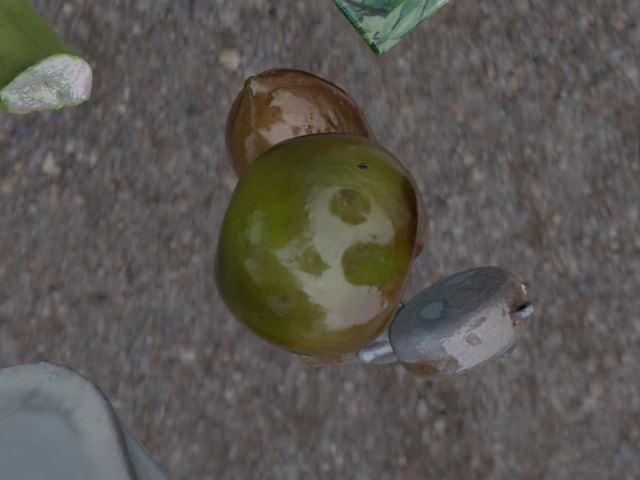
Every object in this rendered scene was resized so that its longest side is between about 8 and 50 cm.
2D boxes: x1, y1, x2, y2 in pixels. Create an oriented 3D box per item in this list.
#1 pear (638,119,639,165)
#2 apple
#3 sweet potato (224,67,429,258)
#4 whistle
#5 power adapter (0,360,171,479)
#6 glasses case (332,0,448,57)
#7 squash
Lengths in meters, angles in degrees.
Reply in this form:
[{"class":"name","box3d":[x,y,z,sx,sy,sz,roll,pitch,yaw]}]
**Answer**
[{"class":"pear","box3d":[0.262,-0.053,1.017,0.208,0.209,0.209,-1,117,-1]},{"class":"apple","box3d":[0.000,0.000,0.769,0.074,0.089,0.090,18,115,2]},{"class":"sweet potato","box3d":[0.018,-0.025,1.326,0.097,0.097,0.292,-25,150,11]},{"class":"whistle","box3d":[0.072,0.069,1.482,0.220,0.107,0.057,-10,115,39]},{"class":"power adapter","box3d":[-0.049,0.146,0.443,0.125,0.130,0.205,-28,135,2]},{"class":"glasses case","box3d":[-0.007,-0.269,1.445,0.095,0.062,0.272,-37,108,6]},{"class":"squash","box3d":[-0.245,-0.175,1.392,0.083,0.250,0.083,-23,143,-19]}]
